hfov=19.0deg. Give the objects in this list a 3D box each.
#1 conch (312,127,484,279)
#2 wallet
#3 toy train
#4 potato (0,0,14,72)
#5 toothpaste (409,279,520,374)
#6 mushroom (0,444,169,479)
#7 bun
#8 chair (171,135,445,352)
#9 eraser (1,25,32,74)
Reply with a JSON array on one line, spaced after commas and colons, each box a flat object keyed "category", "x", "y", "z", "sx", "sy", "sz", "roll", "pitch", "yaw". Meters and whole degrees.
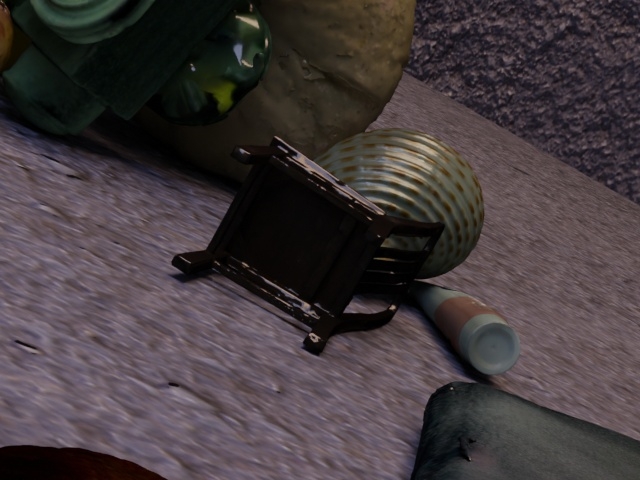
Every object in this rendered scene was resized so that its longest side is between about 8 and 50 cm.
[{"category": "conch", "x": 0.039, "y": -0.026, "z": 1.297, "sx": 0.135, "sy": 0.102, "sz": 0.153, "roll": 2, "pitch": -1, "yaw": 28}, {"category": "wallet", "x": 0.120, "y": 0.135, "z": 0.792, "sx": 0.191, "sy": 0.046, "sz": 0.379, "roll": 25, "pitch": 9, "yaw": 3}, {"category": "toy train", "x": -0.084, "y": -0.281, "z": 1.302, "sx": 0.272, "sy": 0.442, "sz": 0.179, "roll": 45, "pitch": 3, "yaw": 33}, {"category": "potato", "x": -0.260, "y": -0.137, "z": 1.173, "sx": 0.107, "sy": 0.080, "sz": 0.170, "roll": 22, "pitch": 3, "yaw": 30}, {"category": "toothpaste", "x": 0.093, "y": 0.050, "z": 1.255, "sx": 0.056, "sy": 0.036, "sz": 0.205, "roll": 22, "pitch": 5, "yaw": -9}, {"category": "mushroom", "x": -0.060, "y": 0.090, "z": 0.529, "sx": 0.123, "sy": 0.052, "sz": 0.123, "roll": 29, "pitch": 7, "yaw": -4}, {"category": "bun", "x": -0.063, "y": -0.175, "z": 1.437, "sx": 0.259, "sy": 0.259, "sz": 0.152, "roll": 32, "pitch": 11, "yaw": 35}, {"category": "chair", "x": 0.000, "y": 0.000, "z": 1.125, "sx": 0.101, "sy": 0.084, "sz": 0.212, "roll": 32, "pitch": 10, "yaw": 9}, {"category": "eraser", "x": -0.241, "y": -0.159, "z": 1.467, "sx": 0.097, "sy": 0.045, "sz": 0.122, "roll": 18, "pitch": 12, "yaw": -36}]
